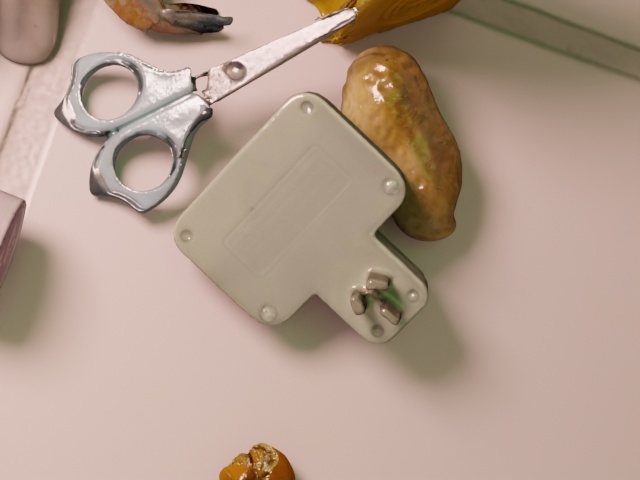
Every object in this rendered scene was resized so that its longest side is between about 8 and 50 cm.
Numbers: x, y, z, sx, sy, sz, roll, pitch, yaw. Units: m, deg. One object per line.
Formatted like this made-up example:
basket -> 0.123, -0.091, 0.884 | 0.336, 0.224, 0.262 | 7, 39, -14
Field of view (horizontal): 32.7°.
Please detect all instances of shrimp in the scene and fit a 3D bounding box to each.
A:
shrimp -> -0.146, -0.319, 1.251 | 0.289, 0.075, 0.178 | 6, 99, -36

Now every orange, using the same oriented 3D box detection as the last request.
orange -> -0.067, 0.267, 1.188 | 0.086, 0.062, 0.086 | 2, 83, -13

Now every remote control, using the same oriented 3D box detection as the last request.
remote control -> -0.324, -0.305, 1.196 | 0.073, 0.044, 0.229 | 7, 112, -5

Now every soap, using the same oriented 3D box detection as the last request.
soap -> 0.107, -0.315, 1.201 | 0.204, 0.324, 0.096 | -20, 91, -14

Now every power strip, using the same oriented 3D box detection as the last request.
power strip -> 0.000, 0.000, 1.183 | 0.261, 0.141, 0.229 | 44, 99, -2

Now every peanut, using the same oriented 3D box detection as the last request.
peanut -> 0.095, -0.110, 1.272 | 0.120, 0.110, 0.236 | -20, 92, -36

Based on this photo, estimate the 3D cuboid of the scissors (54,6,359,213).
scissors -> -0.120, -0.171, 1.198 | 0.360, 0.029, 0.191 | -25, 85, 12

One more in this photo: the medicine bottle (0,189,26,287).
medicine bottle -> -0.444, -0.024, 1.113 | 0.255, 0.152, 0.152 | 21, 76, -8
